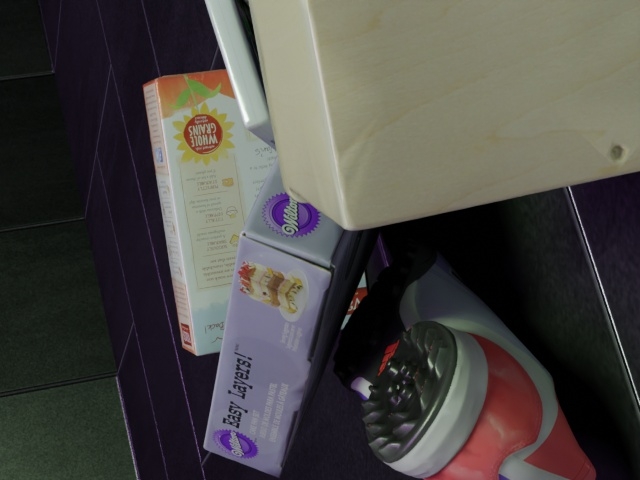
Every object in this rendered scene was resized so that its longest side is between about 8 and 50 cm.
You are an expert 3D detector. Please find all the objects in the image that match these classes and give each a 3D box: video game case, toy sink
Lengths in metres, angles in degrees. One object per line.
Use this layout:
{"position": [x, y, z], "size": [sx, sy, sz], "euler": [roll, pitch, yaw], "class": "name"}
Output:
{"position": [-0.052, -0.158, 1.075], "size": [0.183, 0.023, 0.201], "euler": [32, -141, -74], "class": "video game case"}
{"position": [0.052, -0.089, 0.696], "size": [0.234, 0.153, 0.131], "euler": [-142, 41, -75], "class": "toy sink"}

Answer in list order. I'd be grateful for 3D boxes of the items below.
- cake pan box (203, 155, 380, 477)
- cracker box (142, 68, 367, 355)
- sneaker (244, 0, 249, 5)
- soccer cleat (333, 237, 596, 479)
{"position": [0.000, 0.000, 0.983], "size": [0.267, 0.070, 0.245], "euler": [103, -170, -52], "class": "cake pan box"}
{"position": [-0.054, -0.030, 1.200], "size": [0.067, 0.156, 0.232], "euler": [-176, 78, -73], "class": "cracker box"}
{"position": [-0.007, -0.228, 1.029], "size": [0.321, 0.127, 0.126], "euler": [-19, -91, -81], "class": "sneaker"}
{"position": [0.085, 0.085, 0.913], "size": [0.108, 0.116, 0.318], "euler": [-58, 10, 9], "class": "soccer cleat"}
